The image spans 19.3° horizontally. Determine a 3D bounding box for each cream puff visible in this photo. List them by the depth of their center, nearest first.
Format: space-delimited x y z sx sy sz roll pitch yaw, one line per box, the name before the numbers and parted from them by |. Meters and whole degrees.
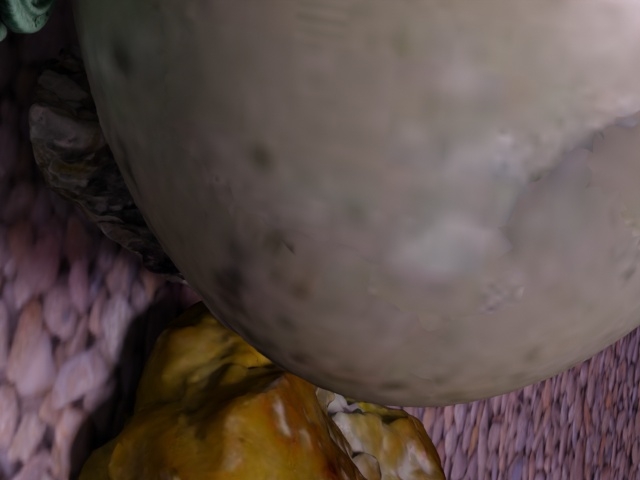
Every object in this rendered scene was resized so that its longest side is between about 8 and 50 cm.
cream puff | -0.033 0.166 1.047 0.282 0.185 0.282 49 17 -21

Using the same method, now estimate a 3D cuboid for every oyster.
oyster | -0.026 -0.044 0.966 0.199 0.087 0.252 -52 121 -20

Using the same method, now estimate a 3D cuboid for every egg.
egg | 0.062 -0.143 0.791 0.345 0.345 0.428 -3 102 -68

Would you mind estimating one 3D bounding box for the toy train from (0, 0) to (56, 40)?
toy train | -0.163 -0.153 0.670 0.159 0.101 0.248 -58 149 -62
